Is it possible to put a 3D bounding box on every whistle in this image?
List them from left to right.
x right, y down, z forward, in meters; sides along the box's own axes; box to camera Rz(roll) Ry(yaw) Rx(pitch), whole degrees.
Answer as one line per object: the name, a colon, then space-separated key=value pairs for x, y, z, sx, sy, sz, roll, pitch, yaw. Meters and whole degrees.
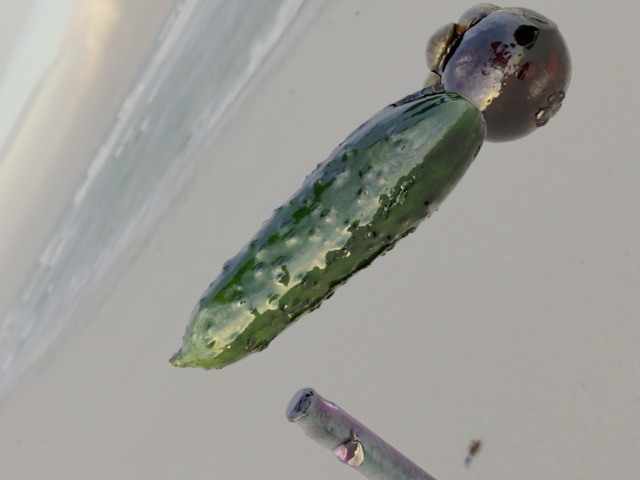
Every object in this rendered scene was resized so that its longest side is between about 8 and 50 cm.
whistle: x=0.043 y=0.167 z=0.778 sx=0.033 sy=0.176 sz=0.033 roll=-40 pitch=26 yaw=24

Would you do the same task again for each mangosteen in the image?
mangosteen: x=0.254 y=-0.239 z=1.457 sx=0.210 sy=0.210 sz=0.210 roll=-56 pitch=14 yaw=23

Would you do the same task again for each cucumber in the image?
cucumber: x=0.000 y=0.000 z=0.577 sx=0.227 sy=0.069 sz=0.069 roll=-43 pitch=17 yaw=9
